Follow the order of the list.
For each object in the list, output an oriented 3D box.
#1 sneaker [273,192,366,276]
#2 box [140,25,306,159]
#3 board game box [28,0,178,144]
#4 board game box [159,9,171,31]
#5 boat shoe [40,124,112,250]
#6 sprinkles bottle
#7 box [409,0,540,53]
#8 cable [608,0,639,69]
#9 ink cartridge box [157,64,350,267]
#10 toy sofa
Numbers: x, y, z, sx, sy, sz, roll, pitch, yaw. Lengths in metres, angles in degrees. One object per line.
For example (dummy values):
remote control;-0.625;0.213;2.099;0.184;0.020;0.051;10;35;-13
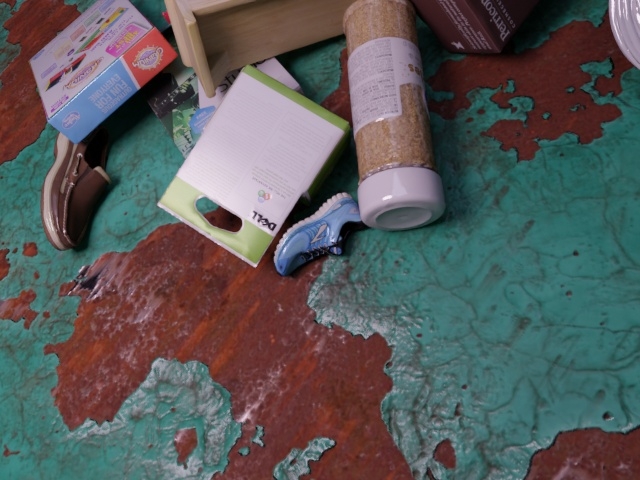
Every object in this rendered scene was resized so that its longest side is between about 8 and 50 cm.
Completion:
sneaker;0.000;0.000;0.848;0.162;0.063;0.073;-41;65;-3
box;-0.202;-0.292;1.042;0.232;0.058;0.322;-37;60;-2
board game box;-0.420;-0.342;1.067;0.242;0.064;0.316;-41;45;1
board game box;-0.265;-0.454;1.094;0.133;0.033;0.168;-35;25;1
boat shoe;-0.422;-0.106;1.005;0.095;0.095;0.257;-9;64;6
sprinkles bottle;0.104;-0.197;0.856;0.122;0.121;0.354;-9;69;13
box;0.296;-0.496;0.866;0.381;0.191;0.143;-52;33;-1
cable;0.529;-0.336;0.761;0.257;0.089;0.257;36;118;17
ink cartridge box;-0.098;-0.109;0.881;0.189;0.097;0.255;32;86;8
toy sofa;-0.068;-0.398;0.949;0.363;0.150;0.177;-21;60;-11
